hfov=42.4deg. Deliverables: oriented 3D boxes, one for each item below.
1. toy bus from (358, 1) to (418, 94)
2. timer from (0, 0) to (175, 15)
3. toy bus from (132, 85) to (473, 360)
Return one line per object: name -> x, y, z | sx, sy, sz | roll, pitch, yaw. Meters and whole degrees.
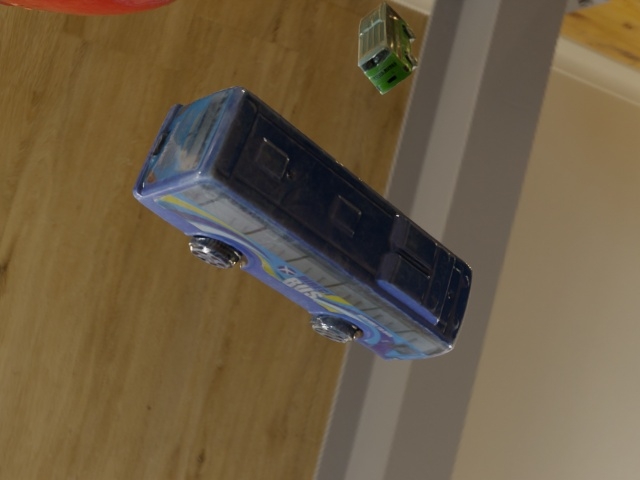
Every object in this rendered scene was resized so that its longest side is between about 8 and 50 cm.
toy bus -> 0.046, -0.137, 0.582 | 0.031, 0.083, 0.037 | -34, -61, 26
timer -> -0.195, -0.361, 0.607 | 0.279, 0.378, 0.378 | 15, -92, 11
toy bus -> 0.000, 0.002, 0.518 | 0.236, 0.094, 0.079 | 35, -111, -32
